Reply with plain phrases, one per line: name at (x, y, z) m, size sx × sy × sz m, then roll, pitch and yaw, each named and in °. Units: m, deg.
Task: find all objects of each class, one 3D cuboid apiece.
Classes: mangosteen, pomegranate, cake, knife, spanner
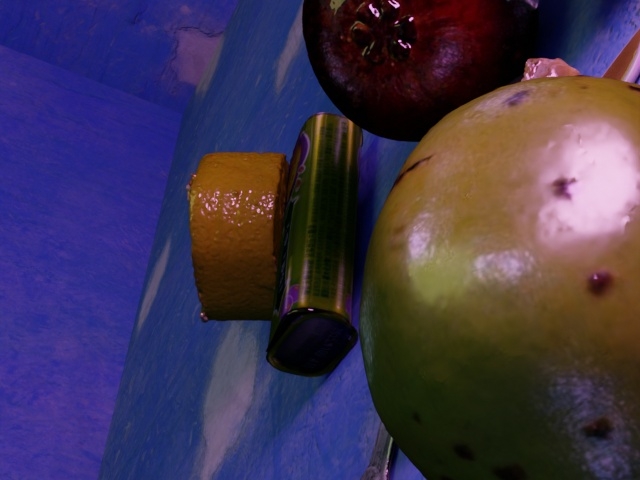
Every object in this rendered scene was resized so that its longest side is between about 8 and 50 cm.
mangosteen at (0.112, -0.224, 1.122) m, size 0.261 × 0.235 × 0.236 m, roll -28°, pitch -30°, yaw -59°
pomegranate at (0.161, 0.017, 0.587) m, size 0.340 × 0.260 × 0.260 m, roll -41°, pitch 31°, yaw 36°
cake at (-0.112, 0.007, 1.567) m, size 0.179 × 0.156 × 0.261 m, roll -78°, pitch -12°, yaw -49°
knife at (0.205, -0.074, 0.929) m, size 0.046 × 0.022 × 0.256 m, roll -88°, pitch 23°, yaw -58°
spanner at (0.082, 0.133, 1.102) m, size 0.071 × 0.017 × 0.302 m, roll 157°, pitch 131°, yaw -69°

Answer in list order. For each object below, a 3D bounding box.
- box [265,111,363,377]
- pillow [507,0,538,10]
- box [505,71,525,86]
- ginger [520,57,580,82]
box at (0.000, 0.000, 1.404) m, size 0.134 × 0.097 × 0.346 m, roll 114°, pitch 166°, yaw -46°
pillow at (0.257, -0.381, 0.926) m, size 0.283 × 0.138 × 0.310 m, roll -38°, pitch 36°, yaw 48°
box at (0.124, -0.052, 1.023) m, size 0.212 × 0.042 × 0.201 m, roll -60°, pitch -7°, yaw 35°
ginger at (0.167, -0.068, 0.889) m, size 0.067 × 0.096 × 0.165 m, roll 54°, pitch -146°, yaw -62°
